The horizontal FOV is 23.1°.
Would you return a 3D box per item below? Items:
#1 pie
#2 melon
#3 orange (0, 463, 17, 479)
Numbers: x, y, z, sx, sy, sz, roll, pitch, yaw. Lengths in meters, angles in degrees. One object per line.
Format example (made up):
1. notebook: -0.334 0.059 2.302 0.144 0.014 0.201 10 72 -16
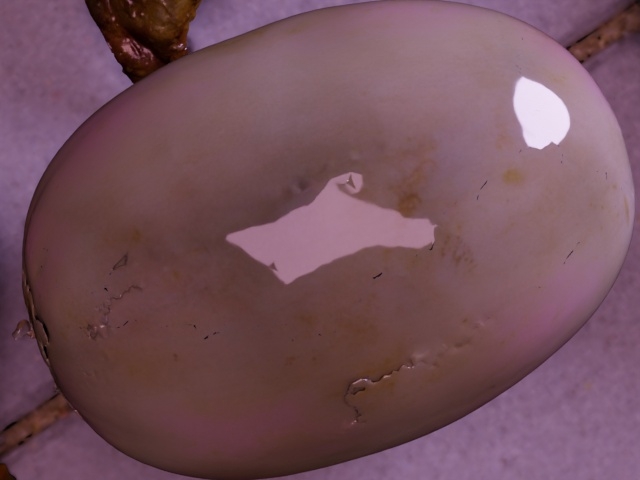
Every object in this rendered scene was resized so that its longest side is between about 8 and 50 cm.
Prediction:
1. pie: -0.083 -0.172 0.846 0.088 0.033 0.191 26 106 -8
2. melon: 0.000 0.000 0.790 0.317 0.223 0.223 -20 88 -5
3. orange: -0.304 0.068 0.792 0.262 0.196 0.334 8 93 9
